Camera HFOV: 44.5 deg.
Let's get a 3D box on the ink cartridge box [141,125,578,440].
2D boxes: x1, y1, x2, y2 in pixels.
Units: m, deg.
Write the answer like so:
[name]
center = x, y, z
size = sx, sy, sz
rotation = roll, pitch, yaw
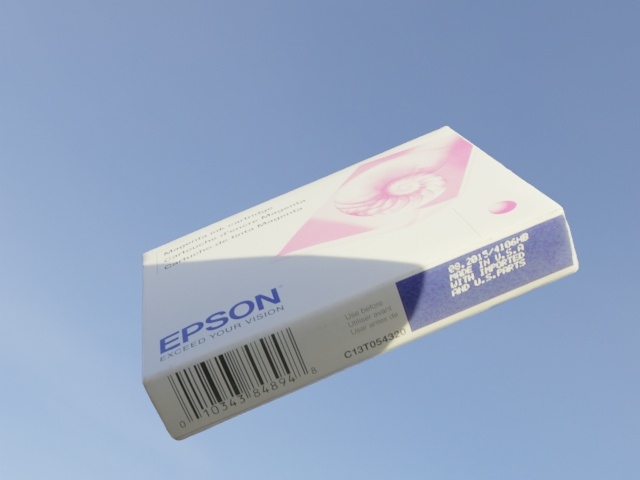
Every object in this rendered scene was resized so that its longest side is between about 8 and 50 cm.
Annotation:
[ink cartridge box]
center = 0.000, 0.000, 0.698
size = 0.324, 0.330, 0.071
rotation = -23, -64, -4
